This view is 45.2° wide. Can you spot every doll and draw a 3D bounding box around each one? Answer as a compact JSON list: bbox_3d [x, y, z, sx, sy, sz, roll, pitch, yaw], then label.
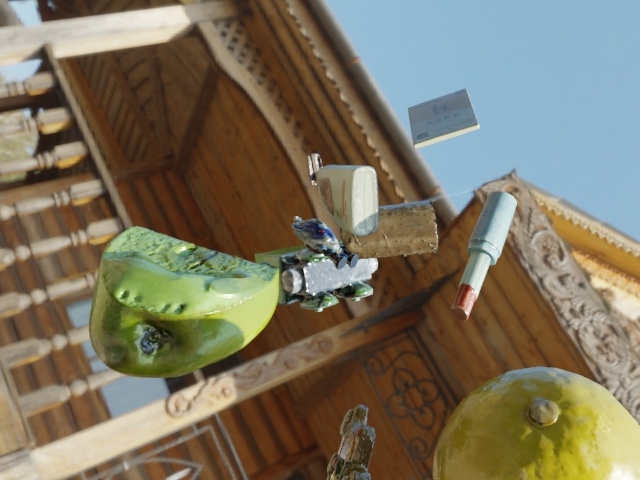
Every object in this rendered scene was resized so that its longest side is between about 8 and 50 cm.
[{"bbox_3d":[0.000,0.000,1.675,0.195,0.096,0.070,40,-65,38],"label":"doll"}]

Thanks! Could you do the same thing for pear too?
[{"bbox_3d":[-0.286,0.143,1.436,0.342,0.318,0.239,16,-64,15],"label":"pear"}]

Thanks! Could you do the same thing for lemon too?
[{"bbox_3d":[0.328,0.355,1.137,0.348,0.348,0.348,33,-48,46],"label":"lemon"}]

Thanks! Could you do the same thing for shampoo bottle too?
[{"bbox_3d":[0.036,-0.115,1.664,0.284,0.071,0.153,-144,-134,-60],"label":"shampoo bottle"}]

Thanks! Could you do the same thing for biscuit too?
[{"bbox_3d":[0.045,0.393,1.289,0.301,0.049,0.197,-90,-167,-79],"label":"biscuit"}]

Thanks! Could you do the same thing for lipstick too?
[{"bbox_3d":[0.310,0.030,1.483,0.061,0.274,0.068,2,-34,42],"label":"lipstick"}]

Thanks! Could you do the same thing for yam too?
[{"bbox_3d":[0.170,-0.022,1.919,0.129,0.238,0.128,-93,174,-47],"label":"yam"}]

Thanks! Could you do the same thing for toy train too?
[{"bbox_3d":[-0.007,0.085,2.066,0.249,0.307,0.174,1,-80,51],"label":"toy train"}]

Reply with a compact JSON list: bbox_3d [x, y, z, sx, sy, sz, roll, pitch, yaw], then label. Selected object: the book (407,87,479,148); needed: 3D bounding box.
[{"bbox_3d":[0.219,-0.223,1.394,0.172,0.118,0.012,-86,156,-58],"label":"book"}]
